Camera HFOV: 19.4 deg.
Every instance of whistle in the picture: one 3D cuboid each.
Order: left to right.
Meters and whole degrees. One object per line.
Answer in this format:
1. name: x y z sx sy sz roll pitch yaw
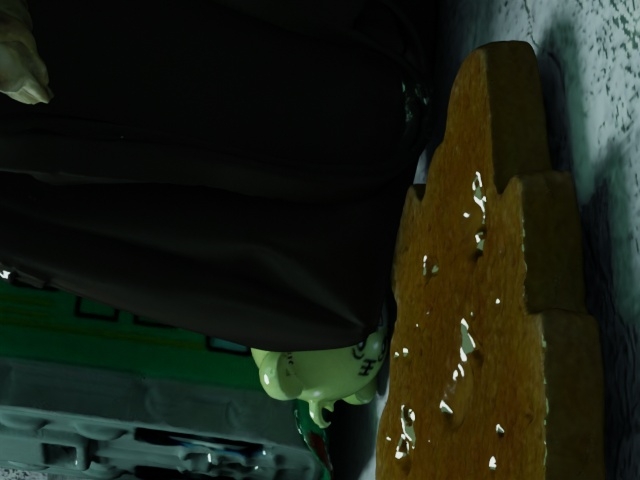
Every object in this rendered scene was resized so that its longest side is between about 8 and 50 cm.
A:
1. whistle: 0.000 0.000 1.137 0.085 0.105 0.227 -7 79 35

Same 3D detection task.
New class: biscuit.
1. biscuit: 0.083 0.072 0.873 0.301 0.043 0.278 -105 23 -56

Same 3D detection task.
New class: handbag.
1. handbag: -0.067 -0.095 1.030 0.113 0.257 0.285 147 134 -72

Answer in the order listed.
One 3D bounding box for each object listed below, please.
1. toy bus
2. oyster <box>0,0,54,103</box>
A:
1. toy bus: -0.151 0.059 1.253 0.183 0.343 0.199 108 170 -68
2. oyster: -0.206 -0.227 0.934 0.351 0.115 0.238 -99 -4 -48
